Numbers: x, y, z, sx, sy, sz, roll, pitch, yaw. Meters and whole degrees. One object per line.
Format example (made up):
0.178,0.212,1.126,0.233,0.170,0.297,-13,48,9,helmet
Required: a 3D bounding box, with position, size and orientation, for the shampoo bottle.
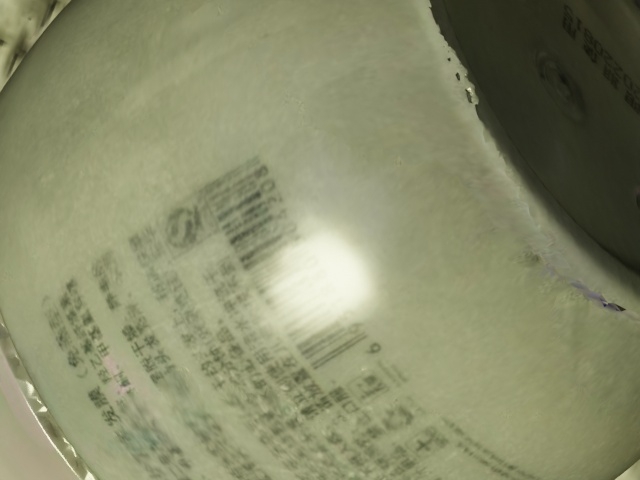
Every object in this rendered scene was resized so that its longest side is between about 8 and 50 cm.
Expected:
0.000,0.000,0.675,0.266,0.273,0.273,-30,86,29,shampoo bottle
